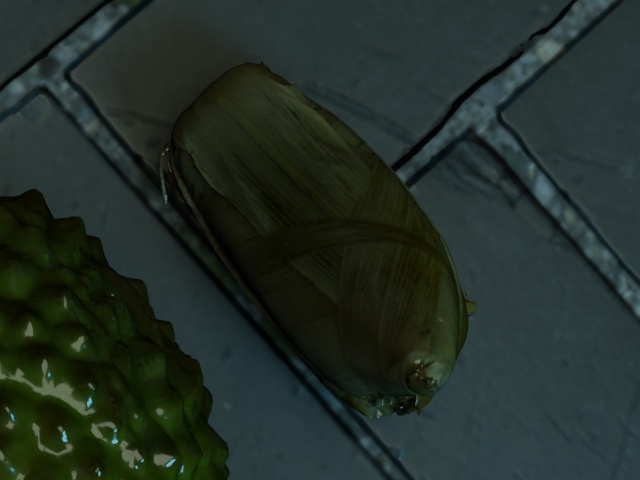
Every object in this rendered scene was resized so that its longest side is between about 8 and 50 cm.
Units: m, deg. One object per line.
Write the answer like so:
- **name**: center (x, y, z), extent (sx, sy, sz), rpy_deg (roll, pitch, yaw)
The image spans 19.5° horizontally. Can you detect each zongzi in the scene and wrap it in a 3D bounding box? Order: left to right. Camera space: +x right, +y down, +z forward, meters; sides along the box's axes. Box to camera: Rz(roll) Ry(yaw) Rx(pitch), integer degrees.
- **zongzi**: center (0.000, 0.000, 0.891), extent (0.099, 0.197, 0.194), rpy_deg (-41, 89, 1)

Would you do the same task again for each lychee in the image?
- **lychee**: center (-0.183, 0.105, 0.805), extent (0.270, 0.320, 0.269), rpy_deg (0, 91, -32)
